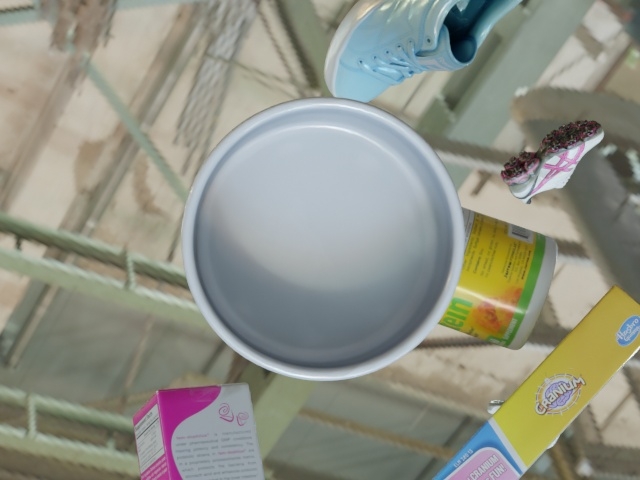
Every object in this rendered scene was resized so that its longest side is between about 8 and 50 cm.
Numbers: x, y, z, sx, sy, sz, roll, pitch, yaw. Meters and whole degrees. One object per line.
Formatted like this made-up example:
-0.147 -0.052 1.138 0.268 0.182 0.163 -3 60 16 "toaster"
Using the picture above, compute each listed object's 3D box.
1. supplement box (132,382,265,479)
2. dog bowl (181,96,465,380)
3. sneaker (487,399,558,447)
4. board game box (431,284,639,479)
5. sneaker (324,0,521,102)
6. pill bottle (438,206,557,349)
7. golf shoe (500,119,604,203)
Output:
-0.130 0.281 1.387 0.111 0.114 0.220 -1 -112 -25 "supplement box"
0.000 0.000 1.196 0.265 0.265 0.104 33 176 -2 "dog bowl"
0.339 0.306 2.066 0.152 0.061 0.053 21 178 -23 "sneaker"
0.230 0.202 1.378 0.064 0.316 0.242 43 174 13 "board game box"
0.136 -0.280 1.707 0.135 0.366 0.150 14 -131 -34 "sneaker"
0.132 0.024 1.418 0.245 0.136 0.136 19 -153 2 "pill bottle"
0.399 -0.134 2.098 0.086 0.186 0.067 48 -162 -31 "golf shoe"
